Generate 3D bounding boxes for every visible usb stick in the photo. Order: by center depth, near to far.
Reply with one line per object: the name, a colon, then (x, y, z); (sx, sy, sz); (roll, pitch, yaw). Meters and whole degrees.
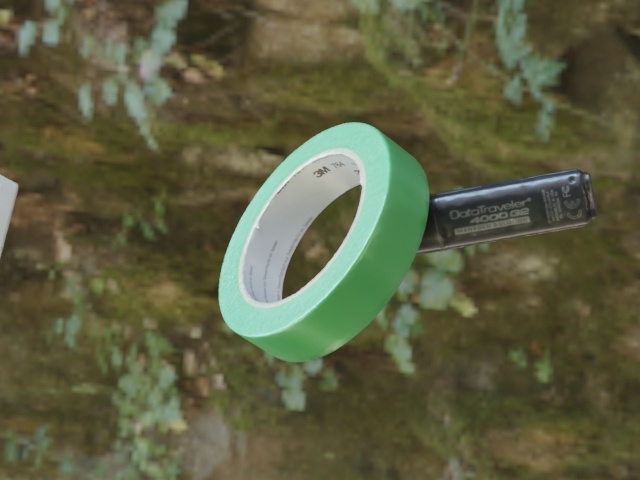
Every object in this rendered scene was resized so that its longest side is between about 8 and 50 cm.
usb stick: (0.211, -0.034, 1.825); (0.045, 0.278, 0.077); (-40, -61, -74)

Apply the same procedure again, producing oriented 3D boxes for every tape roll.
tape roll: (0.000, 0.000, 1.859); (0.321, 0.077, 0.321); (-37, 35, 31)

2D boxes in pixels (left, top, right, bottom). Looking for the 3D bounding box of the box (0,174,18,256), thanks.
box: (-0.464, 0.077, 1.470); (0.215, 0.168, 0.345); (-39, 32, 34)
